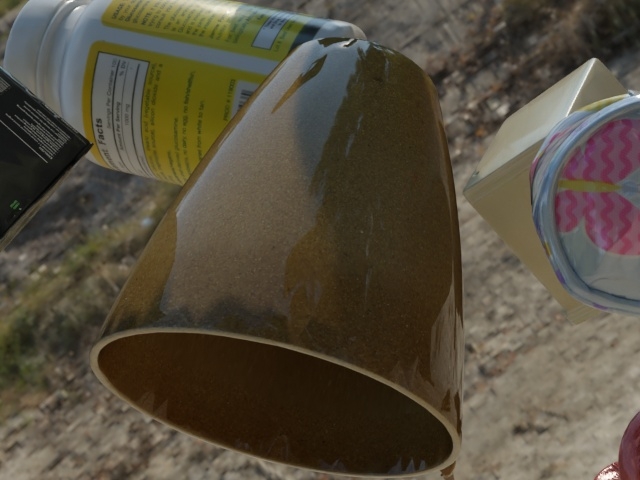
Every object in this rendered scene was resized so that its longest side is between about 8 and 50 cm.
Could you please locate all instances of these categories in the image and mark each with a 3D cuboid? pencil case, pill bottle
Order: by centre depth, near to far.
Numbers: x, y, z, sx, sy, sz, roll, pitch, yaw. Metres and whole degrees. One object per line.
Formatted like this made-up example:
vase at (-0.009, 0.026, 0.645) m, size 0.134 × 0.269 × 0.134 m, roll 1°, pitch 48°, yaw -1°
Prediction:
pencil case at (0.189, -0.032, 0.660) m, size 0.124 × 0.113 × 0.273 m, roll -41°, pitch -2°, yaw 14°
pill bottle at (-0.130, -0.148, 1.083) m, size 0.333 × 0.188 × 0.188 m, roll 14°, pitch 37°, yaw 15°

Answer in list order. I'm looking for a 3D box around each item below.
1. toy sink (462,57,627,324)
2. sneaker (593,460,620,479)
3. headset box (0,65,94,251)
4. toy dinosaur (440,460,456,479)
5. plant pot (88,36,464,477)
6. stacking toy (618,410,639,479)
toy sink at (0.267, -0.023, 1.032) m, size 0.131 × 0.234 × 0.153 m, roll -36°, pitch 12°, yaw 41°
sneaker at (0.434, 0.346, 1.412) m, size 0.221 × 0.128 × 0.087 m, roll -7°, pitch 24°, yaw -26°
headset box at (-0.319, -0.050, 0.705) m, size 0.131 × 0.246 × 0.283 m, roll -44°, pitch 13°, yaw 25°
toy dinosaur at (0.156, 0.272, 1.415) m, size 0.064 × 0.212 × 0.112 m, roll -12°, pitch 11°, yaw 20°
plant pot at (0.000, 0.000, 0.742) m, size 0.237 × 0.237 × 0.254 m, roll -20°, pitch 47°, yaw 48°
stacking toy at (0.413, 0.293, 0.992) m, size 0.279 × 0.309 × 0.130 m, roll 1°, pitch -2°, yaw -9°
